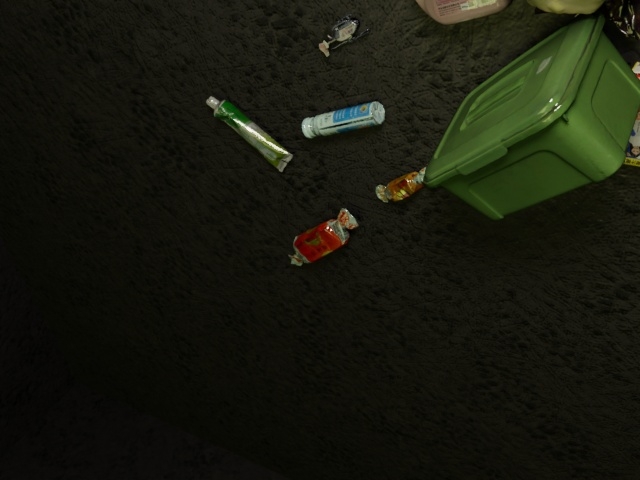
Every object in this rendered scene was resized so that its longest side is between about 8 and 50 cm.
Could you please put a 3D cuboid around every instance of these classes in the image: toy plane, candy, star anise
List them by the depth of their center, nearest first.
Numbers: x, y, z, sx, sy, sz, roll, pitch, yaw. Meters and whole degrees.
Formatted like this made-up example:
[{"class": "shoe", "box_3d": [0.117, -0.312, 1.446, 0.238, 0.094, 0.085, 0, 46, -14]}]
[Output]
[{"class": "star anise", "box_3d": [0.442, -0.375, 0.928, 0.212, 0.053, 0.157, -10, 115, 39]}, {"class": "toy plane", "box_3d": [0.042, -0.409, 1.200, 0.120, 0.031, 0.049, -16, 123, 39]}, {"class": "candy", "box_3d": [0.188, -0.120, 1.330, 0.182, 0.046, 0.053, -24, 108, 47]}, {"class": "candy", "box_3d": [0.001, 0.000, 1.555, 0.086, 0.059, 0.292, 46, 138, -12]}]

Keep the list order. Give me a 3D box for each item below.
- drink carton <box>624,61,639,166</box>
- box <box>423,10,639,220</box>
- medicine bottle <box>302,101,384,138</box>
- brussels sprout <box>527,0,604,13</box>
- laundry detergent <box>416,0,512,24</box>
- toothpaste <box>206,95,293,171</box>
[{"class": "drink carton", "box_3d": [0.542, -0.206, 1.003, 0.071, 0.056, 0.166, 20, 135, 32]}, {"class": "box", "box_3d": [0.349, -0.181, 0.991, 0.177, 0.253, 0.328, 38, 154, -11]}, {"class": "medicine bottle", "box_3d": [0.046, -0.260, 1.308, 0.191, 0.051, 0.051, -3, 123, 37]}, {"class": "brussels sprout", "box_3d": [0.325, -0.449, 0.777, 0.242, 0.274, 0.317, -19, 110, -2]}, {"class": "laundry detergent", "box_3d": [0.211, -0.480, 0.985, 0.171, 0.076, 0.237, -3, 123, 37]}, {"class": "toothpaste", "box_3d": [-0.175, -0.264, 1.467, 0.248, 0.047, 0.078, 39, 142, -3]}]
